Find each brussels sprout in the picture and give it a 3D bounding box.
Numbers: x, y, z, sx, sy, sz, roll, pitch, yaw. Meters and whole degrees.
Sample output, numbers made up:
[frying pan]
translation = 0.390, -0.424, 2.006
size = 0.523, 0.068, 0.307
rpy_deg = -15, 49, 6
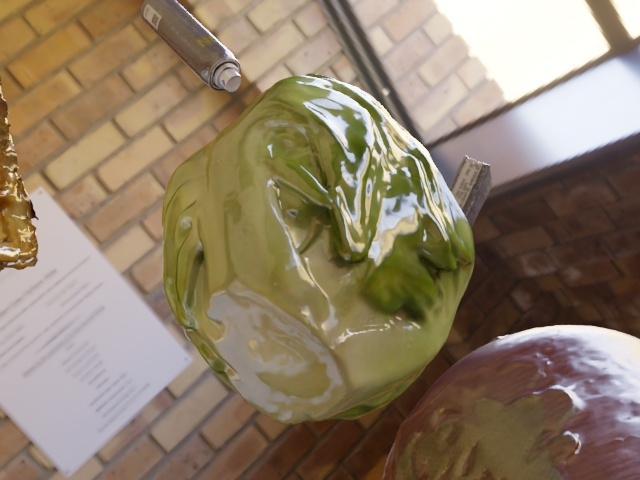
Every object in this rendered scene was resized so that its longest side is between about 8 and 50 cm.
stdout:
[brussels sprout]
translation = 0.000, 0.000, 0.829
size = 0.328, 0.328, 0.247
rpy_deg = -47, -8, -42

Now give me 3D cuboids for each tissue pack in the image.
[tissue pack]
translation = 0.209, -0.037, 1.351
size = 0.156, 0.051, 0.112
rpy_deg = -62, -15, -11

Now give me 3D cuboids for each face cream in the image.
[face cream]
translation = -0.233, -0.360, 1.628
size = 0.073, 0.283, 0.073
rpy_deg = -28, -35, -22

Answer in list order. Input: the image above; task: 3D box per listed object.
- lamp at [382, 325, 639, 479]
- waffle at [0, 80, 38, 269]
[lamp]
translation = 0.117, 0.146, 0.373
size = 0.180, 0.180, 0.258
rpy_deg = -38, 29, 8
[waffle]
translation = -0.319, -0.116, 0.583
size = 0.091, 0.308, 0.213
rpy_deg = -18, -8, 34
